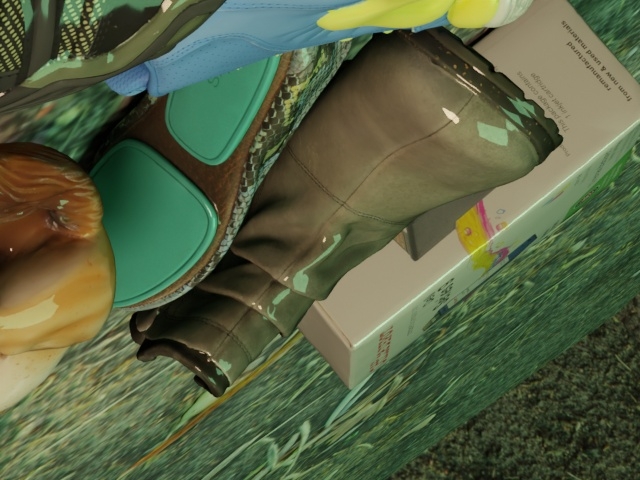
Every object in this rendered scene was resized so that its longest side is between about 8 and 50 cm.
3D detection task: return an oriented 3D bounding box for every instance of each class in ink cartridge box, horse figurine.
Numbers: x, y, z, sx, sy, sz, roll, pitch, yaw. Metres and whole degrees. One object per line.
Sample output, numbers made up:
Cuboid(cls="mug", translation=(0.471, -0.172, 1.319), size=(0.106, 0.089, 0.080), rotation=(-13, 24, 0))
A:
Cuboid(cls="ink cartridge box", translation=(0.070, -0.023, 1.060), size=(0.212, 0.093, 0.154), rotation=(-36, 169, -8))
Cuboid(cls="horse figurine", translation=(-0.141, 0.035, 0.677), size=(0.174, 0.066, 0.263), rotation=(-23, 163, -39))

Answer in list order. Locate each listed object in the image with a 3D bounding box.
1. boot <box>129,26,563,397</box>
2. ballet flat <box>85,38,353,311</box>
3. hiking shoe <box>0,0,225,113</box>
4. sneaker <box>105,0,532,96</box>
Cuboid(cls="boot", translation=(0.000, 0.000, 0.766), size=(0.161, 0.083, 0.246), rotation=(-51, -173, -10))
Cuboid(cls="ballet flat", translation=(-0.039, -0.039, 0.722), size=(0.070, 0.070, 0.188), rotation=(-29, 166, -43))
Cuboid(cls="hiking shoe", translation=(-0.086, -0.066, 0.408), size=(0.227, 0.086, 0.114), rotation=(-40, 172, 3))
Cuboid(cls="sneaker", translation=(-0.008, -0.098, 0.595), size=(0.126, 0.091, 0.240), rotation=(-18, 178, 15))
